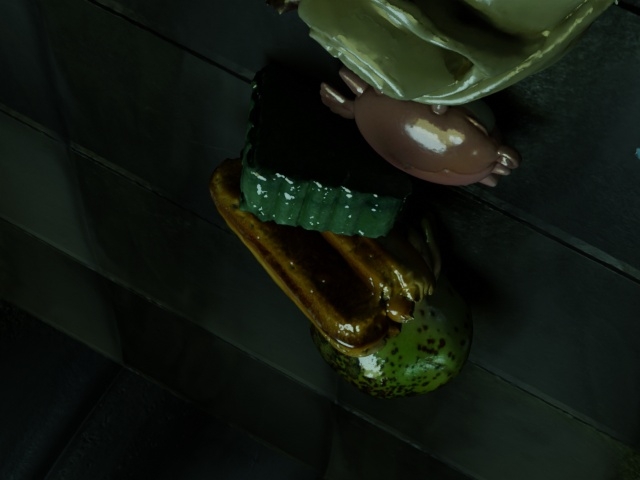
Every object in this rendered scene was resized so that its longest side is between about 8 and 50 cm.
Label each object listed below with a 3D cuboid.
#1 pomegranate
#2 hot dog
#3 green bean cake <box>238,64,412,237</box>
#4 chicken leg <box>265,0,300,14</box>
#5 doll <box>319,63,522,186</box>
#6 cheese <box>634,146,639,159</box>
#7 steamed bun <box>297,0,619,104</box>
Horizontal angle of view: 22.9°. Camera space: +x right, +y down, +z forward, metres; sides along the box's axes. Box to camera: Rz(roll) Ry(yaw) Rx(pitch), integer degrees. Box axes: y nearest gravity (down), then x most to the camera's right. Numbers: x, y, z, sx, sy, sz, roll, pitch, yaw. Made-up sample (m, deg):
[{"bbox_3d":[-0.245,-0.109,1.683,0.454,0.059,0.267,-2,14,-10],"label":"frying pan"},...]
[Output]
[{"bbox_3d":[0.103,0.074,2.128,0.222,0.276,0.204,11,-164,2],"label":"pomegranate"},{"bbox_3d":[0.000,0.000,1.997,0.349,0.158,0.117,45,-176,29],"label":"hot dog"},{"bbox_3d":[0.007,-0.103,1.910,0.208,0.193,0.107,10,136,-5],"label":"green bean cake"},{"bbox_3d":[-0.124,-0.316,1.678,0.304,0.113,0.093,26,179,9],"label":"chicken leg"},{"bbox_3d":[0.110,-0.129,1.775,0.262,0.093,0.211,20,159,38],"label":"doll"},{"bbox_3d":[0.431,-0.055,1.562,0.245,0.052,0.135,3,142,52],"label":"cheese"},{"bbox_3d":[0.106,-0.243,1.374,0.310,0.219,0.324,38,157,-16],"label":"steamed bun"}]
